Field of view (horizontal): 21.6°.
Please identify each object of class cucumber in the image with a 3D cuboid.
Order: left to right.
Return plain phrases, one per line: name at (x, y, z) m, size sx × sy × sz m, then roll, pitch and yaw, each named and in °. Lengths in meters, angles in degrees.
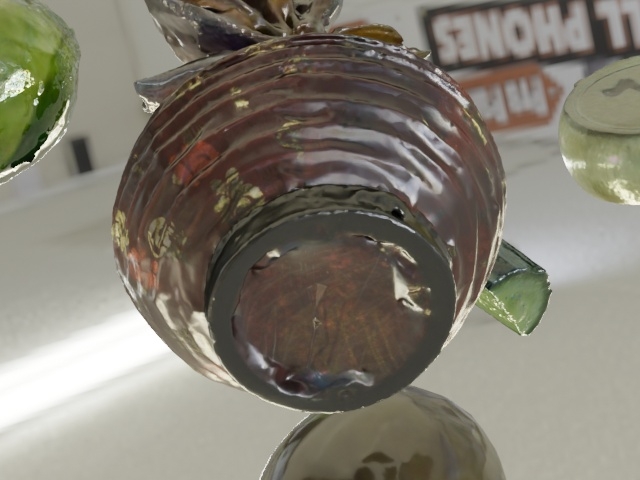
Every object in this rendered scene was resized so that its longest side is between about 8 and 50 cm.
cucumber at (0.159, 0.026, 1.597) m, size 0.062 × 0.116 × 0.115 m, roll -48°, pitch -127°, yaw -3°

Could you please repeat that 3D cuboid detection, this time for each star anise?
star anise at (-0.039, -0.159, 1.606) m, size 0.331 × 0.332 × 0.117 m, roll -24°, pitch 168°, yaw -39°

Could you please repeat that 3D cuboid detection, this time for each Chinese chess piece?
Chinese chess piece at (0.375, -0.128, 1.853) m, size 0.237 × 0.092 × 0.238 m, roll -13°, pitch -152°, yaw 7°

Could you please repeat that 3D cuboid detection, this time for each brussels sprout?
brussels sprout at (-0.347, -0.160, 1.665) m, size 0.219 × 0.210 × 0.271 m, roll -40°, pitch -173°, yaw 33°

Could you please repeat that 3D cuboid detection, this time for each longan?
longan at (0.072, 0.380, 2.176) m, size 0.336 × 0.404 × 0.404 m, roll 25°, pitch -168°, yaw -6°

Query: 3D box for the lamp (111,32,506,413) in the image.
lamp at (-0.007, -0.016, 1.014) m, size 0.247 × 0.247 × 0.247 m, roll -13°, pitch -167°, yaw 3°
